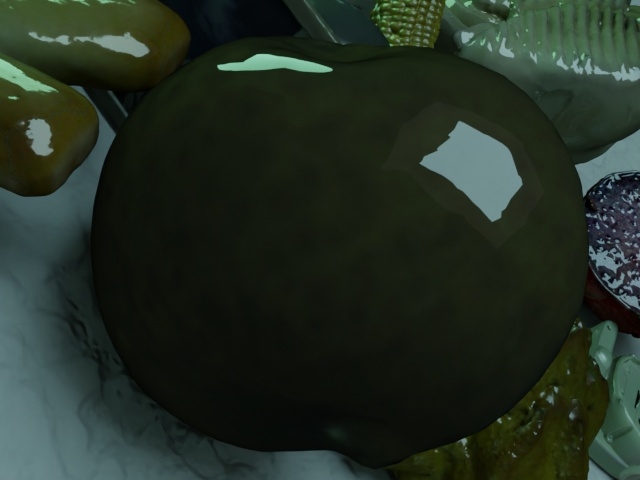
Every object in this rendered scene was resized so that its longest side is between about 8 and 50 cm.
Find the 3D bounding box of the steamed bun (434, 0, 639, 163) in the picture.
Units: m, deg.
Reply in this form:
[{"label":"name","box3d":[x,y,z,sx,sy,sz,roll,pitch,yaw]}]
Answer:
[{"label":"steamed bun","box3d":[0.252,-0.206,1.182,0.324,0.219,0.310,-5,45,-20]}]

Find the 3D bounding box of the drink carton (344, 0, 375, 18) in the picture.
[{"label":"drink carton","box3d":[-0.020,-0.389,1.136,0.130,0.106,0.315,5,56,-42]}]

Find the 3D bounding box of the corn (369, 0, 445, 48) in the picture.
[{"label":"corn","box3d":[0.089,-0.222,1.036,0.086,0.086,0.288,19,83,-35]}]

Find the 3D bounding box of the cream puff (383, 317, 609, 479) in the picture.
[{"label":"cream puff","box3d":[0.137,0.122,0.821,0.244,0.196,0.244,4,85,-56]}]

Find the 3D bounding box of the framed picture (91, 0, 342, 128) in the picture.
[{"label":"framed picture","box3d":[-0.131,-0.197,0.780,0.281,0.209,0.019,52,26,5]}]

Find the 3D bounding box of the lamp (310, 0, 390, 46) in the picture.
[{"label":"lamp","box3d":[0.021,-0.090,0.895,0.314,0.182,0.182,46,34,-34]}]

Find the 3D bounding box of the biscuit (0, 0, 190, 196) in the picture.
[{"label":"biscuit","box3d":[-0.257,-0.155,0.666,0.290,0.062,0.237,27,40,5]}]

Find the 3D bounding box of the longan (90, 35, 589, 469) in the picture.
[{"label":"longan","box3d":[0.000,0.000,0.640,0.288,0.350,0.289,-9,101,-56]}]

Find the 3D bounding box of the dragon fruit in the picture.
[{"label":"dragon fruit","box3d":[0.383,0.042,1.170,0.218,0.148,0.224,-25,69,-27]}]

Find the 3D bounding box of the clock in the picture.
[{"label":"clock","box3d":[0.342,0.194,1.050,0.191,0.062,0.151,47,37,-6]}]
